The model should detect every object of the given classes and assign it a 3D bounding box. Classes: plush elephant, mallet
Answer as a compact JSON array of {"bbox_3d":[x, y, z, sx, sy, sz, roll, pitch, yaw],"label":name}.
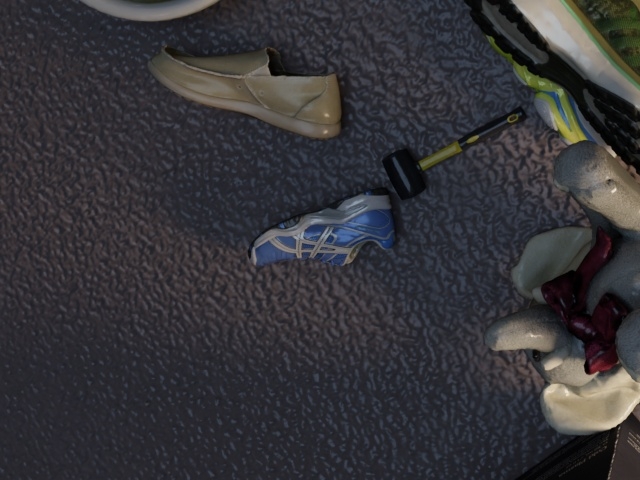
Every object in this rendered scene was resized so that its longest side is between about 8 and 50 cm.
[{"bbox_3d":[0.308,0.079,1.280,0.255,0.330,0.272,-33,62,32],"label":"plush elephant"},{"bbox_3d":[0.164,-0.124,1.420,0.189,0.039,0.062,-35,90,18],"label":"mallet"}]

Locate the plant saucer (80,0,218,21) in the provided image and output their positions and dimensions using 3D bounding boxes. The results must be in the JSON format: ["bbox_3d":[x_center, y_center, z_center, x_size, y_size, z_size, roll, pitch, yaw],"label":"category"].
[{"bbox_3d":[-0.206,-0.484,1.452,0.400,0.100,0.400,4,101,20],"label":"plant saucer"}]

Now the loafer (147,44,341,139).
[{"bbox_3d":[-0.091,-0.209,1.466,0.268,0.102,0.092,19,104,6],"label":"loafer"}]

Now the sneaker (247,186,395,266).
[{"bbox_3d":[0.000,0.000,1.474,0.211,0.080,0.081,-20,89,23],"label":"sneaker"}]

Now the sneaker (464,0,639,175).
[{"bbox_3d":[0.348,-0.210,1.217,0.410,0.158,0.182,45,86,7],"label":"sneaker"}]

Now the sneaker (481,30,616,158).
[{"bbox_3d":[0.296,-0.207,1.325,0.126,0.091,0.240,-39,84,21],"label":"sneaker"}]

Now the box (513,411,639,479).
[{"bbox_3d":[0.265,0.399,1.325,0.343,0.312,0.179,-41,85,22],"label":"box"}]
